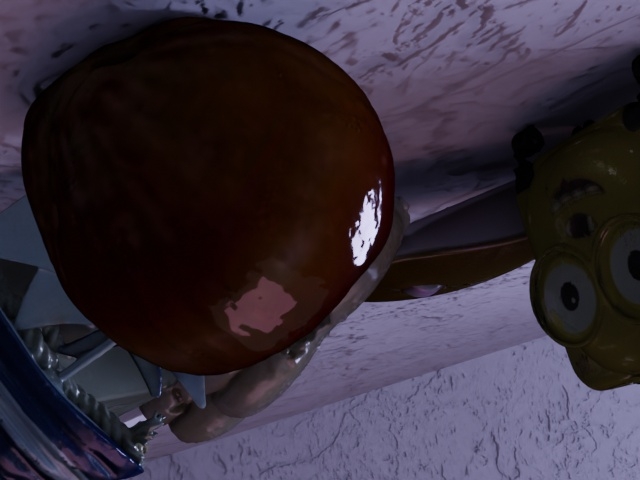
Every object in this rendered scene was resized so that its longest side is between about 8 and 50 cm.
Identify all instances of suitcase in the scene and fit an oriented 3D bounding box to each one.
[{"bbox_3d":[0.248,-0.005,0.909,0.143,0.235,0.194,-8,166,-32],"label":"suitcase"}]

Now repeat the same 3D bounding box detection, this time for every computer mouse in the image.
[{"bbox_3d":[0.162,-0.009,1.078,0.310,0.072,0.158,-21,171,-27],"label":"computer mouse"}]

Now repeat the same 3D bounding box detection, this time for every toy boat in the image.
[{"bbox_3d":[-0.119,0.044,0.766,0.292,0.210,0.070,-13,-170,-16],"label":"toy boat"}]

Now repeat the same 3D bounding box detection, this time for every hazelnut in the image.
[{"bbox_3d":[-0.067,-0.025,0.615,0.178,0.178,0.204,-7,-164,-34],"label":"hazelnut"}]

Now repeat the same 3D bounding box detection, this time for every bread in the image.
[{"bbox_3d":[-0.058,0.068,0.971,0.102,0.183,0.337,35,146,-12],"label":"bread"}]

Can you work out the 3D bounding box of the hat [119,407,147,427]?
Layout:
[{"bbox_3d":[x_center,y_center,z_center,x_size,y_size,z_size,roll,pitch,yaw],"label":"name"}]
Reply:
[{"bbox_3d":[-0.164,0.118,1.217,0.203,0.126,0.203,-15,168,-3],"label":"hat"}]

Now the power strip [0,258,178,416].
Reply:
[{"bbox_3d":[-0.198,0.065,0.898,0.140,0.139,0.224,-5,164,-37],"label":"power strip"}]
